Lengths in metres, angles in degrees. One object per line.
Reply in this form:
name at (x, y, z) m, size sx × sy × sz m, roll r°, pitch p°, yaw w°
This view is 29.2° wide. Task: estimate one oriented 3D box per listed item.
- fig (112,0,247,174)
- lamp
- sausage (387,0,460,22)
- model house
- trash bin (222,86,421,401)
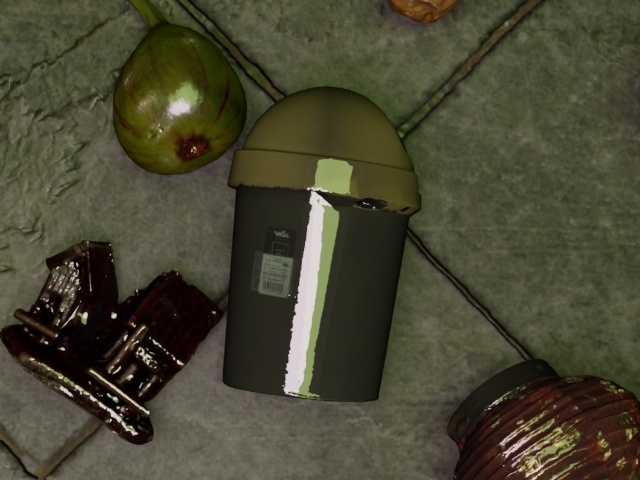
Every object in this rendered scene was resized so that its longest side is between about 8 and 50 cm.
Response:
fig at (-0.175, -0.198, 1.397) m, size 0.151 × 0.151 × 0.259 m, roll -15°, pitch 59°, yaw -9°
lamp at (0.256, 0.253, 1.329) m, size 0.246 × 0.247 × 0.247 m, roll 1°, pitch 84°, yaw -7°
sausage at (0.140, -0.373, 1.434) m, size 0.120 × 0.136 × 0.241 m, roll 15°, pitch 78°, yaw 1°
model house at (-0.223, 0.092, 1.327) m, size 0.203 × 0.141 × 0.164 m, roll 35°, pitch 101°, yaw -7°
trash bin at (0.000, 0.000, 1.336) m, size 0.214 × 0.214 × 0.334 m, roll 4°, pitch 89°, yaw -7°
